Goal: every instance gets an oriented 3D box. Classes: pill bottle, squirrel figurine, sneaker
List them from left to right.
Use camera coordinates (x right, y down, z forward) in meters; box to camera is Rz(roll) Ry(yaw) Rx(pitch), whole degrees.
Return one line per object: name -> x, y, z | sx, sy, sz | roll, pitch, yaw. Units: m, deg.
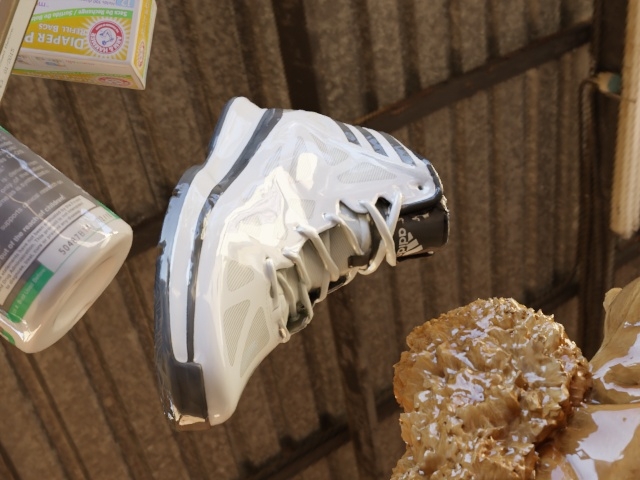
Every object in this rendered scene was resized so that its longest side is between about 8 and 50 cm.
pill bottle -> -0.436, -0.042, 1.036 | 0.361, 0.204, 0.204 | 38, -91, 0
sneaker -> 0.000, -0.001, 0.809 | 0.257, 0.447, 0.169 | 5, -51, 4
squirrel figurine -> 0.264, 0.174, 0.796 | 0.281, 0.397, 0.370 | 86, -157, -74

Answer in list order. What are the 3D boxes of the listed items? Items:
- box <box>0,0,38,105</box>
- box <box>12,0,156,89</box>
box -> -0.270, -0.159, 0.452 | 0.225, 0.036, 0.136 | 16, -98, 0
box -> -0.308, -0.257, 0.987 | 0.203, 0.103, 0.114 | 6, -96, -3
